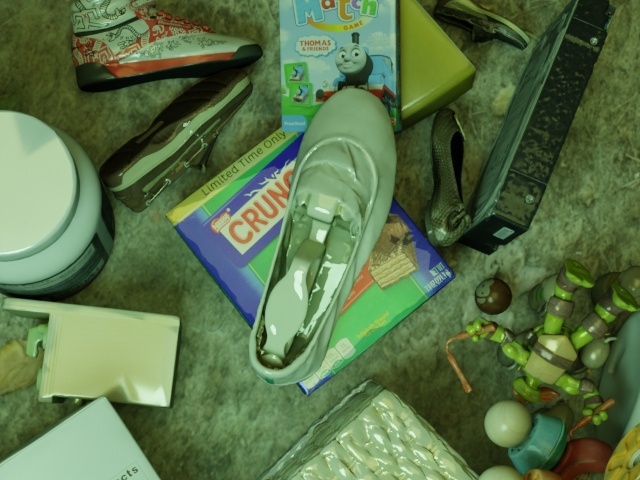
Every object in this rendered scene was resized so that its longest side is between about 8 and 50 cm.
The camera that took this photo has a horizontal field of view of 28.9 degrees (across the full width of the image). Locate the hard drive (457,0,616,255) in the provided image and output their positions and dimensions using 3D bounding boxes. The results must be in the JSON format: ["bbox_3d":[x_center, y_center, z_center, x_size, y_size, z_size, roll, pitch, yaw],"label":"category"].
[{"bbox_3d":[0.295,-0.157,1.730,0.064,0.237,0.339,24,81,-1],"label":"hard drive"}]

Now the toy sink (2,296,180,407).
[{"bbox_3d":[-0.309,0.158,1.670,0.234,0.153,0.131,7,81,-5],"label":"toy sink"}]

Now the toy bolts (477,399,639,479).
[{"bbox_3d":[0.285,0.255,1.489,0.158,0.228,0.218,34,102,-7],"label":"toy bolts"}]

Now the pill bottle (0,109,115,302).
[{"bbox_3d":[-0.378,-0.040,1.586,0.210,0.363,0.210,1,81,-5],"label":"pill bottle"}]

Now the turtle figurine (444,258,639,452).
[{"bbox_3d":[0.318,0.145,1.617,0.269,0.087,0.217,34,112,6],"label":"turtle figurine"}]

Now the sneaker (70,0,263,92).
[{"bbox_3d":[-0.225,-0.305,1.780,0.270,0.090,0.145,-9,85,-4],"label":"sneaker"}]

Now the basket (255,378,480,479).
[{"bbox_3d":[0.070,0.394,1.611,0.328,0.266,0.331,-43,85,-9],"label":"basket"}]

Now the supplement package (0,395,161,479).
[{"bbox_3d":[-0.273,0.365,1.524,0.175,0.177,0.293,-34,91,-25],"label":"supplement package"}]

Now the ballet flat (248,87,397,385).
[{"bbox_3d":[0.000,0.000,1.577,0.139,0.139,0.400,18,94,-2],"label":"ballet flat"}]

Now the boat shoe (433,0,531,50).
[{"bbox_3d":[0.238,-0.317,1.846,0.152,0.056,0.049,30,85,10],"label":"boat shoe"}]

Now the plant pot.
[{"bbox_3d":[0.078,-0.244,1.750,0.187,0.212,0.212,-42,87,4],"label":"plant pot"}]

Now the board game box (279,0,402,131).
[{"bbox_3d":[0.026,-0.250,1.645,0.160,0.039,0.211,1,98,15],"label":"board game box"}]

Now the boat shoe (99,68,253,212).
[{"bbox_3d":[-0.192,-0.139,1.770,0.257,0.095,0.095,-39,121,-10],"label":"boat shoe"}]

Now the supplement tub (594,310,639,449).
[{"bbox_3d":[0.559,0.233,1.697,0.316,0.228,0.228,14,80,-3],"label":"supplement tub"}]

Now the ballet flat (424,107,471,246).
[{"bbox_3d":[0.187,-0.093,1.745,0.058,0.084,0.250,-12,43,23],"label":"ballet flat"}]

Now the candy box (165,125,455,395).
[{"bbox_3d":[-0.015,0.012,1.733,0.268,0.122,0.317,-38,85,-8],"label":"candy box"}]

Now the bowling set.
[{"bbox_3d":[0.308,0.126,1.728,0.200,0.154,0.287,26,79,-1],"label":"bowling set"}]
